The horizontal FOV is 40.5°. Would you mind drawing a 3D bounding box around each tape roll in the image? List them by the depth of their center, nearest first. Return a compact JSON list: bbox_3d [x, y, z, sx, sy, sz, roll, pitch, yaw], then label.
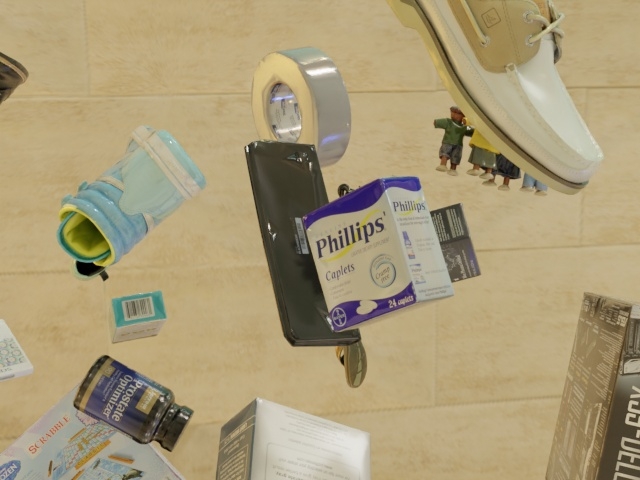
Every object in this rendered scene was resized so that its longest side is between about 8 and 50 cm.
[{"bbox_3d":[-0.038,-0.231,1.545,0.072,0.219,0.219,-18,104,-31],"label":"tape roll"}]

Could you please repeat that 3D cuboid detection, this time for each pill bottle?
[{"bbox_3d":[-0.370,0.331,1.738,0.219,0.123,0.123,28,94,0],"label":"pill bottle"}]

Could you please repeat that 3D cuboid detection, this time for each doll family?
[{"bbox_3d":[0.247,-0.131,1.175,0.192,0.076,0.112,16,82,-24],"label":"doll family"}]

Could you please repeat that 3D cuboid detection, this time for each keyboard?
[{"bbox_3d":[0.000,0.000,1.248,0.201,0.033,0.317,2,65,-33],"label":"keyboard"}]

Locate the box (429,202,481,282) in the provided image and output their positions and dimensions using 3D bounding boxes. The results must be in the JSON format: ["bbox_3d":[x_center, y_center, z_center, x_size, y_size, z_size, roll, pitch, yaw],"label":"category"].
[{"bbox_3d":[0.238,0.019,1.796,0.158,0.093,0.156,-15,144,11],"label":"box"}]

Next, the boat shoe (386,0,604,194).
[{"bbox_3d":[0.163,-0.182,0.783,0.103,0.113,0.302,-43,79,33],"label":"boat shoe"}]

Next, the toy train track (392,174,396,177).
[{"bbox_3d":[0.166,-0.131,1.958,0.048,0.083,0.014,-1,67,3],"label":"toy train track"}]

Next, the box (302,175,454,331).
[{"bbox_3d":[0.060,0.015,0.939,0.072,0.126,0.137,-5,75,-47],"label":"box"}]

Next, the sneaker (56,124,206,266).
[{"bbox_3d":[-0.289,-0.061,1.247,0.208,0.319,0.127,-41,101,-10],"label":"sneaker"}]

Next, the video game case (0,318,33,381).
[{"bbox_3d":[-0.638,0.213,1.631,0.143,0.157,0.019,-11,130,-39],"label":"video game case"}]

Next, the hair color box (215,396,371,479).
[{"bbox_3d":[-0.037,0.376,0.999,0.173,0.347,0.105,23,137,-23],"label":"hair color box"}]

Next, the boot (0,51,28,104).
[{"bbox_3d":[-0.569,-0.243,1.484,0.076,0.198,0.137,32,74,-12],"label":"boot"}]

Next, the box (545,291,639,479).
[{"bbox_3d":[0.311,0.183,0.915,0.076,0.307,0.243,12,90,9],"label":"box"}]

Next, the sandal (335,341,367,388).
[{"bbox_3d":[0.056,0.229,1.859,0.049,0.072,0.180,-24,70,34],"label":"sandal"}]

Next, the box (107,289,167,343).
[{"bbox_3d":[-0.375,0.158,1.760,0.100,0.244,0.060,-9,79,-18],"label":"box"}]

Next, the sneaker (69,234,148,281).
[{"bbox_3d":[-0.412,-0.012,1.791,0.094,0.151,0.256,43,79,-13],"label":"sneaker"}]

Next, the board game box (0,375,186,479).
[{"bbox_3d":[-0.511,0.512,1.854,0.318,0.066,0.318,-42,89,-12],"label":"board game box"}]
